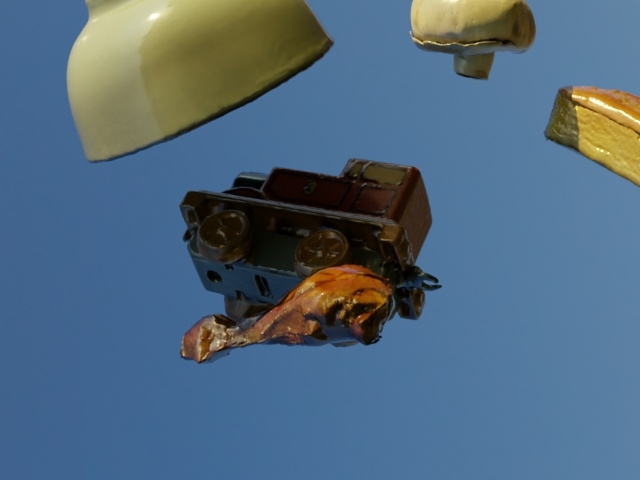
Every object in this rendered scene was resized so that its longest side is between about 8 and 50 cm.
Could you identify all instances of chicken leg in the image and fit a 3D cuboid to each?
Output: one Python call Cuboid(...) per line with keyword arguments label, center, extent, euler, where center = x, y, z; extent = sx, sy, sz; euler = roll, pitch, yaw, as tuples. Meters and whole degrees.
Cuboid(label="chicken leg", center=(-0.049, 0.099, 1.701), extent=(0.093, 0.304, 0.113), euler=(63, -149, -18))

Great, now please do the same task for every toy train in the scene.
Cuboid(label="toy train", center=(0.000, 0.000, 1.855), extent=(0.232, 0.369, 0.163), euler=(-60, -32, -35))

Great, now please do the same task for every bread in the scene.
Cuboid(label="bread", center=(0.360, -0.106, 1.586), extent=(0.102, 0.245, 0.094), euler=(6, -69, -46))

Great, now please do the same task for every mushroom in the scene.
Cuboid(label="mushroom", center=(0.177, -0.246, 1.628), extent=(0.154, 0.154, 0.122), euler=(-16, -69, -51))

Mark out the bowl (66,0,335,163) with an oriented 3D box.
Cuboid(label="bowl", center=(-0.177, -0.256, 1.771), extent=(0.354, 0.354, 0.185), euler=(-41, -70, -47))
